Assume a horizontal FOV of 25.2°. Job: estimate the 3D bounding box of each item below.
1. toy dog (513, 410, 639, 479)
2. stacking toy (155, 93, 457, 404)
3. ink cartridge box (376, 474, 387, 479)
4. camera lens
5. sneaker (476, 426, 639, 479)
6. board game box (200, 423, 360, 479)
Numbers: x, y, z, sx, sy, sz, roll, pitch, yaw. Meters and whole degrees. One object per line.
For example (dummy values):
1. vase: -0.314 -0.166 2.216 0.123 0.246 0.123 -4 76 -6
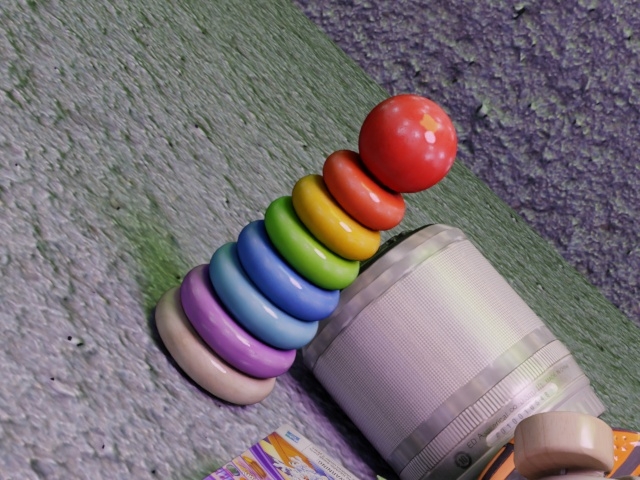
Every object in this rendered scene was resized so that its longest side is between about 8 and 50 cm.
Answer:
1. toy dog: 0.279 0.269 1.206 0.333 0.161 0.220 33 59 -7
2. stacking toy: 0.000 0.000 1.324 0.141 0.330 0.141 40 19 -16
3. ink cartridge box: 0.119 0.313 1.331 0.209 0.062 0.109 34 20 -30
4. camera lens: 0.131 0.137 1.496 0.274 0.219 0.219 49 18 14
5. sneaker: 0.296 0.280 1.320 0.321 0.180 0.124 37 -15 -9
6. board game box: 0.050 0.297 1.080 0.347 0.078 0.233 36 16 11
